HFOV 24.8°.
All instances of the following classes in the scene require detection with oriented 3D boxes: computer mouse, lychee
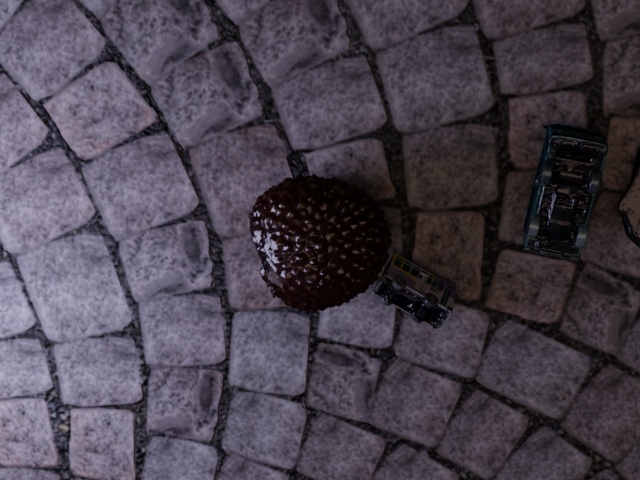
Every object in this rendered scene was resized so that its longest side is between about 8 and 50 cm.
[{"bbox_3d":[0.433,-0.068,1.822,0.099,0.057,0.172,17,96,12],"label":"computer mouse"},{"bbox_3d":[0.000,0.000,1.840,0.188,0.188,0.188,2,110,6],"label":"lychee"}]

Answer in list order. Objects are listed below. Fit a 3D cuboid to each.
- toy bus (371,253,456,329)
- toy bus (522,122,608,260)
[{"bbox_3d":[0.126,0.067,1.905,0.102,0.058,0.052,29,138,-4],"label":"toy bus"},{"bbox_3d":[0.304,-0.067,1.818,0.079,0.092,0.160,10,116,2],"label":"toy bus"}]
